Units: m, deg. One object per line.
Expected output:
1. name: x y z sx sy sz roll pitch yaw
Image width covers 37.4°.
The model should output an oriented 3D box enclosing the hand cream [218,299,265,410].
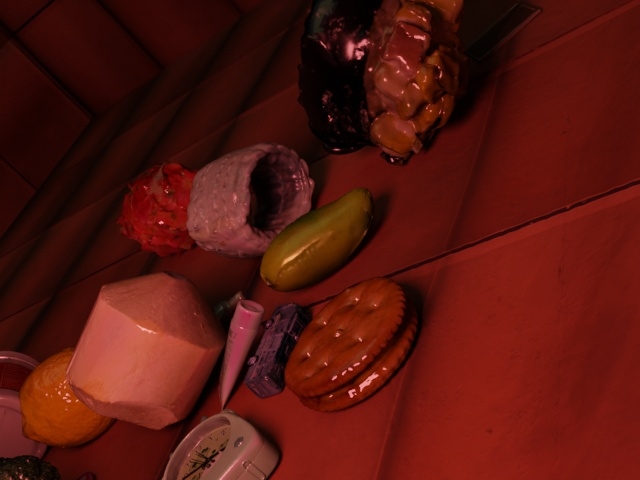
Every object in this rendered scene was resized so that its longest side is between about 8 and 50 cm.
1. hand cream: -0.136 0.181 1.518 0.076 0.047 0.174 -114 42 -67

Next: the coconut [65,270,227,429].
1. coconut: -0.279 0.166 1.553 0.244 0.239 0.239 -63 21 10

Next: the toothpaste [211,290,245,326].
1. toothpaste: -0.232 0.178 1.744 0.255 0.037 0.067 -41 18 14

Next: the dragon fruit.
1. dragon fruit: -0.355 -0.061 2.148 0.268 0.210 0.205 -21 60 35

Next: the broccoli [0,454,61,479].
1. broccoli: -0.513 0.472 1.429 0.297 0.297 0.297 -40 60 8

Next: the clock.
1. clock: -0.154 0.317 1.351 0.159 0.066 0.211 -47 23 -9

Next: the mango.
1. mango: 0.000 0.000 1.585 0.233 0.111 0.125 -42 28 0

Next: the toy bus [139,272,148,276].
1. toy bus: -0.322 0.146 1.782 0.116 0.133 0.234 -46 11 -7

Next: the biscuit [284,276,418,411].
1. biscuit: 0.040 0.143 1.332 0.220 0.066 0.220 -35 24 18

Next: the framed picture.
1. framed picture: 0.348 -0.404 1.831 0.149 0.011 0.109 -40 24 7

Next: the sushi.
1. sushi: 0.138 -0.329 1.686 0.285 0.328 0.329 15 46 19

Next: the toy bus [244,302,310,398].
1. toy bus: -0.066 0.169 1.484 0.065 0.047 0.166 -21 33 37

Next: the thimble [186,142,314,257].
1. thimble: -0.130 -0.071 1.792 0.172 0.205 0.250 -11 22 42

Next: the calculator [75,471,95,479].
1. calculator: -0.455 0.481 1.601 0.190 0.034 0.126 -36 23 3

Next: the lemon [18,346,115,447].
1. lemon: -0.460 0.288 1.749 0.193 0.180 0.180 -60 19 17

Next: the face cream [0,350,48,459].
1. face cream: -0.641 0.350 1.900 0.201 0.201 0.187 -41 24 5
